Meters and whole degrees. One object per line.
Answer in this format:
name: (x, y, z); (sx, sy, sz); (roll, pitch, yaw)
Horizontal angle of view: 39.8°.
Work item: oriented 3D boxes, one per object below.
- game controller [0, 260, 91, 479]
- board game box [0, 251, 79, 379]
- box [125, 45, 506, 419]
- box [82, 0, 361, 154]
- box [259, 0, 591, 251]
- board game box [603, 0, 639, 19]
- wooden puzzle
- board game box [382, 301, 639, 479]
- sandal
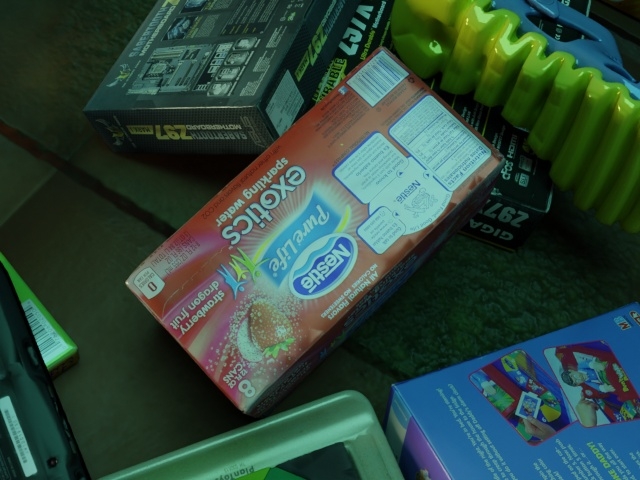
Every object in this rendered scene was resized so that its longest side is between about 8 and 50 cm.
game controller: (-0.244, 0.153, 0.574); (0.166, 0.067, 0.319); (-22, 74, -16)
board game box: (-0.311, 0.027, 0.670); (0.124, 0.039, 0.259); (-36, 77, -25)
box: (0.000, 0.000, 0.662); (0.257, 0.123, 0.128); (-44, 77, -8)
box: (-0.075, -0.177, 0.771); (0.183, 0.059, 0.233); (4, 53, 30)
box: (0.114, -0.176, 0.855); (0.257, 0.079, 0.322); (19, 59, 1)
board game box: (0.536, -0.422, 0.921); (0.356, 0.356, 0.357); (28, 60, 4)
wooden puzzle: (-0.028, 0.233, 0.579); (0.220, 0.044, 0.239); (-18, 58, -10)
board game box: (0.224, 0.215, 0.599); (0.233, 0.078, 0.347); (-15, 47, -20)
sandal: (0.216, -0.137, 0.745); (0.317, 0.126, 0.138); (45, 58, 12)
